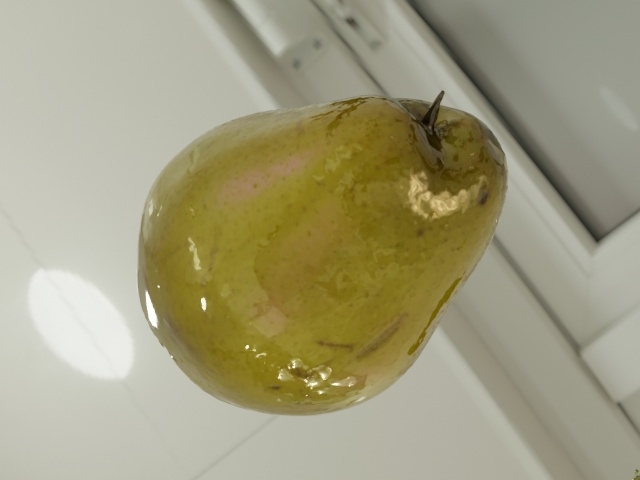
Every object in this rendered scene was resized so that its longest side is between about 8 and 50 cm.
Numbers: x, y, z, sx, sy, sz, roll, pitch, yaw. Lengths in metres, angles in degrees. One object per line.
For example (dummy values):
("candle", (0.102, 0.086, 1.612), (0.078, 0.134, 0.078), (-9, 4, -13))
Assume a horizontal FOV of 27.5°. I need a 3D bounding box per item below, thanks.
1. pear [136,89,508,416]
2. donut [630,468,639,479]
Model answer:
("pear", (-0.001, -0.002, 1.128), (0.285, 0.336, 0.285), (47, -174, -6))
("donut", (0.437, 0.317, 1.522), (0.068, 0.174, 0.175), (74, 179, -53))
